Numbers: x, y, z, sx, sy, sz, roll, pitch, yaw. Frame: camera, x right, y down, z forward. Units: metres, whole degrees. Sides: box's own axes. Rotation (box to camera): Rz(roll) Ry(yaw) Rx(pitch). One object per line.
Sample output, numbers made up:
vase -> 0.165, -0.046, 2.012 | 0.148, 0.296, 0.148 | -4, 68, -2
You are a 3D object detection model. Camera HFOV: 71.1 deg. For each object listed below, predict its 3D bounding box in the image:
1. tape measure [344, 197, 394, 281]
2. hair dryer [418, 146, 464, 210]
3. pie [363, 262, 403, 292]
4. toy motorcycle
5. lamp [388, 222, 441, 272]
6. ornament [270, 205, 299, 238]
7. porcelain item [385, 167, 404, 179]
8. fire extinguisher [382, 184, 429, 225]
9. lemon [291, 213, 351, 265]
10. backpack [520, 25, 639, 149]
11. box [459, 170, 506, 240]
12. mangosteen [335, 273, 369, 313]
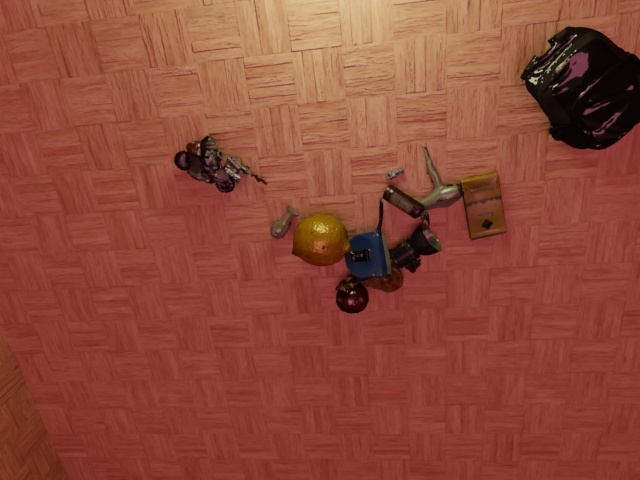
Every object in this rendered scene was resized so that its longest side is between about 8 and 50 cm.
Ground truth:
tape measure -> 0.203, 0.001, 1.981 | 0.215, 0.097, 0.352 | -12, 83, 40
hair dryer -> 0.444, -0.228, 1.905 | 0.267, 0.092, 0.229 | 48, 116, 1
pie -> 0.290, 0.166, 2.071 | 0.195, 0.046, 0.195 | 7, 131, 9
toy motorcycle -> -0.421, -0.313, 1.920 | 0.400, 0.134, 0.207 | 30, 119, -6
lamp -> 0.405, 0.050, 1.990 | 0.227, 0.147, 0.172 | -37, 102, 27
ornament -> -0.165, -0.074, 2.026 | 0.075, 0.081, 0.156 | 45, 111, 23
porcelain item -> 0.315, -0.283, 1.907 | 0.083, 0.028, 0.036 | -20, 96, 13
fire extinguisher -> 0.373, -0.141, 1.903 | 0.231, 0.071, 0.099 | 35, 151, 13
lemon -> 0.009, 0.002, 1.952 | 0.253, 0.228, 0.229 | 10, 114, 2
backpack -> 0.947, -0.551, 1.606 | 0.445, 0.255, 0.363 | 34, 114, -24
box -> 0.698, -0.145, 1.916 | 0.153, 0.041, 0.279 | -13, 112, 11
mangosteen -> 0.143, 0.248, 2.082 | 0.166, 0.166, 0.180 | -13, 94, 11
